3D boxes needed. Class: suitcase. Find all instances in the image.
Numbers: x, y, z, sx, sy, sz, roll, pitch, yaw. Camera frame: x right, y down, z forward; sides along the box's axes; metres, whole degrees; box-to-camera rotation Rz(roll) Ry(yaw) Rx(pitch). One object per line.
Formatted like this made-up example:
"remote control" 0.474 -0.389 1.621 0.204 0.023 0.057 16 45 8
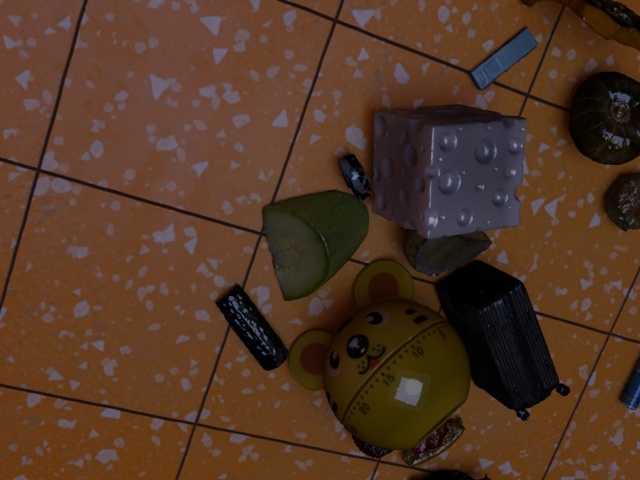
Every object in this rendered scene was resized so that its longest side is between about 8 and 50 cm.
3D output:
"suitcase" 0.432 0.231 1.882 0.152 0.229 0.335 -29 111 -12

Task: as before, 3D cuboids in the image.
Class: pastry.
"pastry" 0.784 -0.097 1.944 0.153 0.081 0.154 -1 97 -11

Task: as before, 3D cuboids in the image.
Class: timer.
"timer" 0.142 0.277 1.793 0.376 0.376 0.387 -45 68 3

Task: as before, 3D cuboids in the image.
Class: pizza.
"pizza" 0.267 0.484 2.010 0.188 0.062 0.199 -37 111 -3

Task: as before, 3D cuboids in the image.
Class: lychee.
"lychee" 0.134 0.479 1.938 0.123 0.129 0.123 -5 140 -4

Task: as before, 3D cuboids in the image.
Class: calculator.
"calculator" 0.419 -0.414 1.787 0.172 0.018 0.057 -39 113 0

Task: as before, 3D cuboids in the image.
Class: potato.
"potato" 0.278 0.007 1.845 0.243 0.098 0.138 9 127 -43

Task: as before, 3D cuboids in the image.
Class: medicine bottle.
"medicine bottle" 0.879 0.368 2.128 0.051 0.051 0.191 16 103 -18

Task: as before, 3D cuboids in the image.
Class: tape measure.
"tape measure" 0.076 -0.148 1.752 0.054 0.091 0.094 -27 129 3

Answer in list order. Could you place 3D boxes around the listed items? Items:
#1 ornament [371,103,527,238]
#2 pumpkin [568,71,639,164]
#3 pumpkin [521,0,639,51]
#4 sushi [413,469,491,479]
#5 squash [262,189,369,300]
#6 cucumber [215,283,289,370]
"ornament" 0.271 -0.157 1.691 0.239 0.240 0.240 -9 109 -24
"pumpkin" 0.685 -0.277 1.826 0.218 0.162 0.219 1 82 -5
"pumpkin" 0.607 -0.480 1.693 0.290 0.258 0.095 14 122 -21
"sushi" 0.354 0.726 2.022 0.224 0.219 0.239 4 107 -19
"squash" 0.000 0.000 1.817 0.203 0.155 0.237 -3 114 26
"cucumber" -0.159 0.207 1.817 0.078 0.062 0.211 -35 112 -1
